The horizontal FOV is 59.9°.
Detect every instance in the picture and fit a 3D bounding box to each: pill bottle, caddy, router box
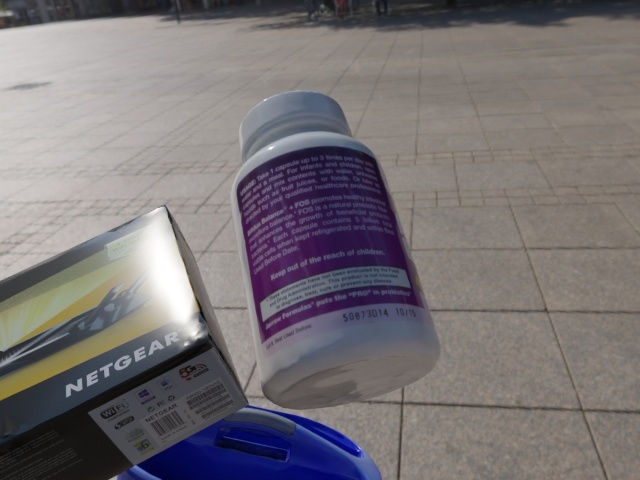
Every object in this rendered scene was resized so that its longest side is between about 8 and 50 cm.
[{"bbox_3d":[0.000,0.000,0.563,0.170,0.169,0.301,-10,62,-6],"label":"pill bottle"},{"bbox_3d":[-0.096,0.298,0.702,0.342,0.179,0.241,14,8,-5],"label":"caddy"},{"bbox_3d":[-0.241,0.110,0.477,0.309,0.081,0.243,-27,34,-9],"label":"router box"}]
